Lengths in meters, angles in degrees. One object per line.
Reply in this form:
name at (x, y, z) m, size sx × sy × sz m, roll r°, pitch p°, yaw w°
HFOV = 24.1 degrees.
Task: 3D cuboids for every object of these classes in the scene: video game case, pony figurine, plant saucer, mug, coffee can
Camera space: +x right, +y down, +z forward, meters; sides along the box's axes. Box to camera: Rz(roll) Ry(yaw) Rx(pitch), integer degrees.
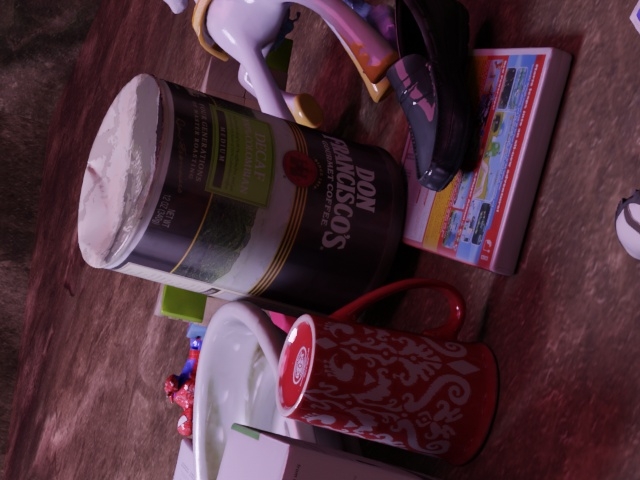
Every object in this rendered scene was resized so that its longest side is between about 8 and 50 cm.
video game case at (0.142, -0.083, 1.439) m, size 0.285 × 0.025 × 0.204 m, roll -159°, pitch 84°, yaw -72°
pony figurine at (-0.059, -0.292, 1.658) m, size 0.303 × 0.363 × 0.351 m, roll -33°, pitch -13°, yaw -51°
plant saucer at (-0.032, 0.257, 1.496) m, size 0.400 × 0.100 × 0.400 m, roll 177°, pitch 90°, yaw -71°
mug at (0.054, 0.112, 1.323) m, size 0.113 × 0.169 × 0.150 m, roll 127°, pitch 151°, yaw -50°
coffee can at (-0.083, -0.036, 1.539) m, size 0.201 × 0.275 × 0.201 m, roll -37°, pitch 45°, yaw 49°

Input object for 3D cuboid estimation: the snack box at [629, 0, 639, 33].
snack box at (0.276, -0.146, 1.101) m, size 0.178 × 0.022 × 0.064 m, roll -103°, pitch 31°, yaw -53°

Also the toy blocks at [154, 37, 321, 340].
toy blocks at (-0.131, -0.032, 1.846) m, size 0.261 × 0.191 × 0.381 m, roll 120°, pitch 160°, yaw -63°

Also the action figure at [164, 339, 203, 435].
action figure at (-0.147, 0.127, 2.010) m, size 0.139 × 0.091 × 0.280 m, roll 174°, pitch 109°, yaw -80°

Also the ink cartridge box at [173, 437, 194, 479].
ink cartridge box at (-0.162, 0.391, 1.940) m, size 0.223 × 0.045 × 0.224 m, roll -154°, pitch 78°, yaw -72°

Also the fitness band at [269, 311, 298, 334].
fitness band at (0.000, 0.000, 1.756) m, size 0.209 × 0.054 × 0.291 m, roll -64°, pitch 23°, yaw 24°

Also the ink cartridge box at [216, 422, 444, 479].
ink cartridge box at (0.038, 0.225, 1.217) m, size 0.160 × 0.219 × 0.092 m, roll 180°, pitch 107°, yaw -70°

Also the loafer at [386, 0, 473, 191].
loafer at (0.100, -0.146, 1.442) m, size 0.076 × 0.078 × 0.223 m, roll 129°, pitch 150°, yaw -52°

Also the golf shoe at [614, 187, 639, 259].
golf shoe at (0.249, 0.012, 0.981) m, size 0.198 × 0.077 × 0.094 m, roll 167°, pitch 115°, yaw -71°
